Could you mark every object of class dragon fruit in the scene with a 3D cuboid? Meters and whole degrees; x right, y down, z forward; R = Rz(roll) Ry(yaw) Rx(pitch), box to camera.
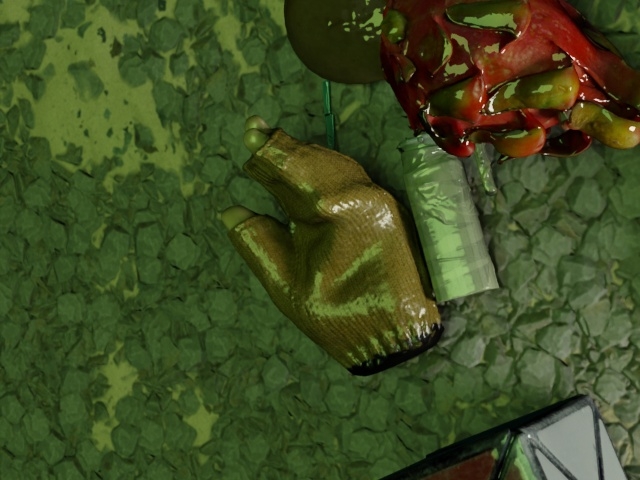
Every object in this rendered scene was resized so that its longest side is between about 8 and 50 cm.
[{"bbox_3d":[0.204,-0.186,1.592,0.243,0.227,0.307,-40,86,12],"label":"dragon fruit"}]

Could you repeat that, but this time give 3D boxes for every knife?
[{"bbox_3d":[0.011,-0.157,1.816,0.014,0.005,0.091,-2,93,31],"label":"knife"}]

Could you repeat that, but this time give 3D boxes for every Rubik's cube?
[{"bbox_3d":[0.206,0.340,1.602,0.259,0.260,0.255,-25,80,26],"label":"Rubik's cube"}]

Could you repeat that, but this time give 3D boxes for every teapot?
[{"bbox_3d":[0.163,-0.035,1.701,0.107,0.077,0.200,-17,85,19],"label":"teapot"}]

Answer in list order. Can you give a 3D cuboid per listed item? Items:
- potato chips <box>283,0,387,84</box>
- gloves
[{"bbox_3d":[0.039,-0.280,1.762,0.208,0.062,0.195,42,110,22],"label":"potato chips"},{"bbox_3d":[0.011,0.001,1.742,0.203,0.155,0.356,-31,97,35],"label":"gloves"}]
